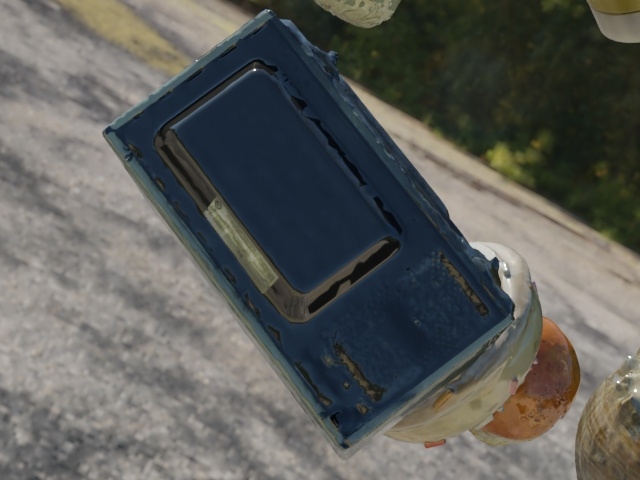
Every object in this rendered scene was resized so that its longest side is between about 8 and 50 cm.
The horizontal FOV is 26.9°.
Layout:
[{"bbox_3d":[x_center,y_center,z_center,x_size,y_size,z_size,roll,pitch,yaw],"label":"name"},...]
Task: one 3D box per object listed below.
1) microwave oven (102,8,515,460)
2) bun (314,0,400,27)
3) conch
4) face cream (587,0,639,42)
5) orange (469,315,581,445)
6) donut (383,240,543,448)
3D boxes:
[{"bbox_3d":[0.000,0.000,1.256,0.355,0.218,0.286,52,-7,10],"label":"microwave oven"},{"bbox_3d":[0.018,-0.326,1.600,0.188,0.111,0.164,41,26,10],"label":"bun"},{"bbox_3d":[0.416,0.255,1.631,0.210,0.352,0.297,31,25,-40],"label":"conch"},{"bbox_3d":[0.522,-0.456,2.161,0.179,0.218,0.218,58,-7,-32],"label":"face cream"},{"bbox_3d":[0.336,0.243,2.345,0.240,0.240,0.240,27,10,-5],"label":"orange"},{"bbox_3d":[0.191,0.168,2.140,0.142,0.382,0.382,49,-1,-27],"label":"donut"}]
